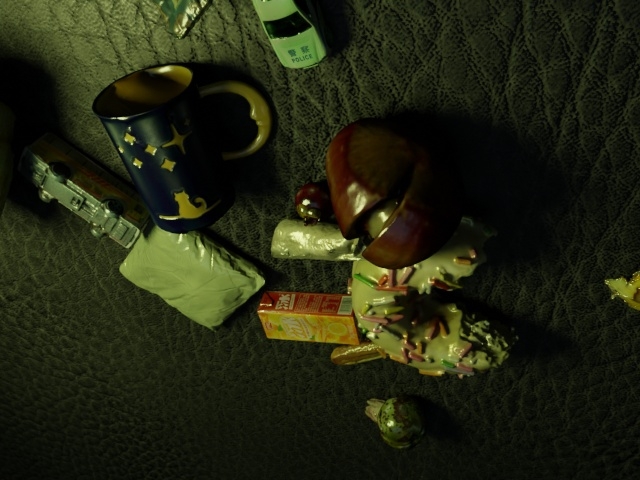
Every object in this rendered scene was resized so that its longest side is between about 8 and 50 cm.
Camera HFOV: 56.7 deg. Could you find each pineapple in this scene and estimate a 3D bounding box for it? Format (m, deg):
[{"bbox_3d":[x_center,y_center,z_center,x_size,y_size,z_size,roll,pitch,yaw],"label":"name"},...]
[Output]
[{"bbox_3d":[0.570,0.095,1.064,0.114,0.077,0.114,9,130,28],"label":"pineapple"}]

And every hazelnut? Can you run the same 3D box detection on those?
[{"bbox_3d":[0.110,-0.079,0.966,0.252,0.217,0.217,52,132,10],"label":"hazelnut"}]

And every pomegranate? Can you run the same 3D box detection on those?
[{"bbox_3d":[0.181,0.449,1.464,0.163,0.126,0.138,-8,140,25],"label":"pomegranate"}]

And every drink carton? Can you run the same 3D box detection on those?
[{"bbox_3d":[-0.019,0.171,1.320,0.222,0.071,0.096,1,132,17],"label":"drink carton"}]

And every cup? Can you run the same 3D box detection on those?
[{"bbox_3d":[-0.221,-0.153,1.030,0.254,0.178,0.256,0,132,20],"label":"cup"}]

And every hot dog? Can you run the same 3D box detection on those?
[{"bbox_3d":[0.121,0.246,1.358,0.215,0.047,0.066,-20,136,31],"label":"hot dog"}]

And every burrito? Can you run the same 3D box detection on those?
[{"bbox_3d":[0.000,0.000,1.135,0.225,0.060,0.087,5,98,37],"label":"burrito"}]

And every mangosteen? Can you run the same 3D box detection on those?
[{"bbox_3d":[-0.007,-0.068,1.100,0.080,0.081,0.081,9,132,10],"label":"mangosteen"}]

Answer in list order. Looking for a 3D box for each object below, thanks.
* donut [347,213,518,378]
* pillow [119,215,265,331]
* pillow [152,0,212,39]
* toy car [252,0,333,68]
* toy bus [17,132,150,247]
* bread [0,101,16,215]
[{"bbox_3d":[0.203,0.114,1.142,0.307,0.150,0.371,-3,128,26],"label":"donut"},{"bbox_3d":[-0.296,0.083,1.330,0.280,0.076,0.274,34,134,-12],"label":"pillow"},{"bbox_3d":[-0.176,-0.428,0.819,0.255,0.034,0.189,-34,87,38],"label":"pillow"},{"bbox_3d":[-0.055,-0.352,0.867,0.090,0.076,0.224,-8,127,23],"label":"toy car"},{"bbox_3d":[-0.473,-0.101,1.205,0.268,0.106,0.092,36,131,-12],"label":"toy bus"},{"bbox_3d":[-0.723,-0.158,1.131,0.239,0.264,0.395,18,117,-23],"label":"bread"}]
